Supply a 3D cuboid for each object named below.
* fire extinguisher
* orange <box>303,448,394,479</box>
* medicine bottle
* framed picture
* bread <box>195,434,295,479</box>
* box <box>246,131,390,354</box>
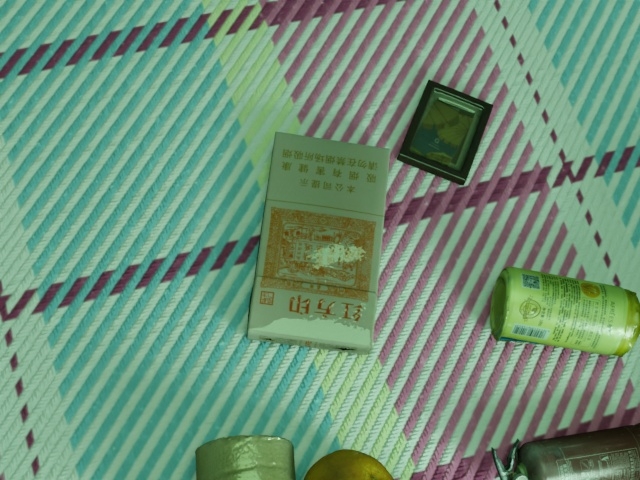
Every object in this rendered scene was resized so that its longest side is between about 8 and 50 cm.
[{"bbox_3d":[0.387,0.339,1.616,0.268,0.105,0.105,-6,68,-13],"label":"fire extinguisher"},{"bbox_3d":[0.041,0.384,1.544,0.154,0.134,0.155,28,36,-23],"label":"orange"},{"bbox_3d":[0.402,0.118,1.714,0.238,0.124,0.124,10,66,-4],"label":"medicine bottle"},{"bbox_3d":[0.223,-0.193,1.874,0.127,0.023,0.169,22,66,2],"label":"framed picture"},{"bbox_3d":[-0.107,0.366,1.536,0.148,0.134,0.141,-7,67,4],"label":"bread"},{"bbox_3d":[0.000,0.000,1.748,0.204,0.051,0.365,8,66,-4],"label":"box"}]
